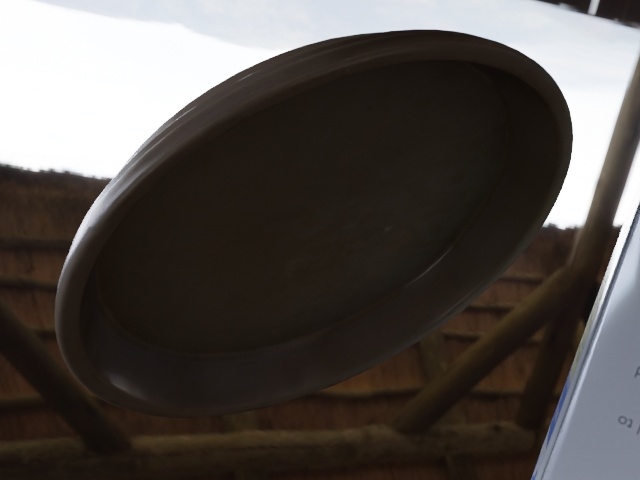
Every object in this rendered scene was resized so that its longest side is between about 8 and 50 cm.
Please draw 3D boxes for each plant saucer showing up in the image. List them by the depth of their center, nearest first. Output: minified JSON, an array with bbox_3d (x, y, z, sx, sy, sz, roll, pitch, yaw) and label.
[{"bbox_3d":[0.000,0.000,0.454,0.277,0.278,0.041,2,-133,-38],"label":"plant saucer"}]

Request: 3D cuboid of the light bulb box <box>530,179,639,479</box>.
[{"bbox_3d":[0.301,0.008,0.522,0.225,0.361,0.358,20,-167,20],"label":"light bulb box"}]
